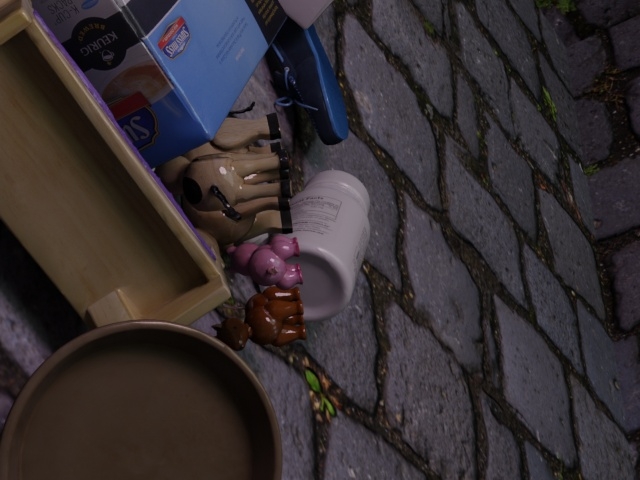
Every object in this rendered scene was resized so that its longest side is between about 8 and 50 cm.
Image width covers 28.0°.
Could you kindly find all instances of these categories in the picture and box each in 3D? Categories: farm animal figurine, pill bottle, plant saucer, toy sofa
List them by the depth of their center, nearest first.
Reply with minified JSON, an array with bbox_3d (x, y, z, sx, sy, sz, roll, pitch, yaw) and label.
[{"bbox_3d":[-0.171,0.214,1.225,0.278,0.041,0.277,2,86,-22],"label":"plant saucer"},{"bbox_3d":[-0.250,-0.064,1.268,0.362,0.150,0.177,55,2,-23],"label":"toy sofa"},{"bbox_3d":[-0.120,-0.034,1.509,0.330,0.172,0.326,86,-4,-47],"label":"farm animal figurine"},{"bbox_3d":[0.000,0.000,1.792,0.131,0.131,0.229,56,28,-22],"label":"pill bottle"}]

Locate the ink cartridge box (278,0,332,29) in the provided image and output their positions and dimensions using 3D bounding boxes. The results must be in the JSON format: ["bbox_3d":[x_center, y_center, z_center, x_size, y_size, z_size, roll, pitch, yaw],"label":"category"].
[{"bbox_3d":[-0.068,-0.472,1.951,0.278,0.117,0.201,40,30,-5],"label":"ink cartridge box"}]

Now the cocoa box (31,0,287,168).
[{"bbox_3d":[-0.219,-0.234,1.438,0.228,0.231,0.347,57,27,-22],"label":"cocoa box"}]

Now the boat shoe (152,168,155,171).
[{"bbox_3d":[-0.222,-0.094,1.541,0.038,0.046,0.125,63,34,-21],"label":"boat shoe"}]

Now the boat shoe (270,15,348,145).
[{"bbox_3d":[-0.030,-0.258,2.000,0.109,0.089,0.258,31,38,-65],"label":"boat shoe"}]
